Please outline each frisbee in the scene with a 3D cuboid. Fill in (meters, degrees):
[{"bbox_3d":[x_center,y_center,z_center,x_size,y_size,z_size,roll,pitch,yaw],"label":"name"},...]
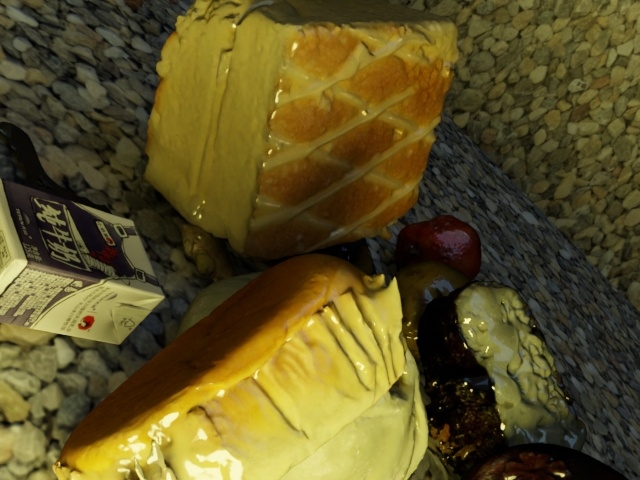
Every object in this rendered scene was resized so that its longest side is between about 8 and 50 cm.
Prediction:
[{"bbox_3d":[-0.379,-0.071,1.337,0.211,0.012,0.187,46,23,0],"label":"frisbee"}]

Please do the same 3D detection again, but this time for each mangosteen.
[{"bbox_3d":[0.302,0.424,1.360,0.297,0.293,0.297,7,20,-2],"label":"mangosteen"}]

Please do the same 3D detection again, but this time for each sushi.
[{"bbox_3d":[0.255,0.240,1.608,0.234,0.207,0.348,-7,74,-38],"label":"sushi"}]

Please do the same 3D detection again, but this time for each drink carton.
[{"bbox_3d":[-0.307,0.029,1.184,0.222,0.102,0.134,21,31,-49],"label":"drink carton"}]

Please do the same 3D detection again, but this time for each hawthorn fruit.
[{"bbox_3d":[0.234,0.022,2.051,0.179,0.173,0.173,12,34,-19],"label":"hawthorn fruit"}]

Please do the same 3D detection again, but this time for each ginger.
[{"bbox_3d":[-0.154,0.042,1.490,0.069,0.051,0.173,15,35,-46],"label":"ginger"}]

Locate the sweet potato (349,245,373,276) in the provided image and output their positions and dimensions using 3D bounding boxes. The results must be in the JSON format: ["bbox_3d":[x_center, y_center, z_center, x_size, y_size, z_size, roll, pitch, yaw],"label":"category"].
[{"bbox_3d":[0.056,0.109,1.571,0.108,0.079,0.346,25,30,-25],"label":"sweet potato"}]

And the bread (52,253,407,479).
[{"bbox_3d":[-0.091,0.164,1.043,0.389,0.236,0.183,-35,88,-29],"label":"bread"}]

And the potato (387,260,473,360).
[{"bbox_3d":[0.249,0.145,1.891,0.195,0.176,0.369,30,7,32],"label":"potato"}]

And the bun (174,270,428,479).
[{"bbox_3d":[-0.006,0.169,1.314,0.365,0.219,0.365,40,19,-17],"label":"bun"}]

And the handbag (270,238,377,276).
[{"bbox_3d":[0.000,0.000,1.785,0.244,0.088,0.275,31,25,-32],"label":"handbag"}]

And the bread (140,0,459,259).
[{"bbox_3d":[-0.026,-0.191,1.539,0.390,0.371,0.279,-11,37,-41],"label":"bread"}]
